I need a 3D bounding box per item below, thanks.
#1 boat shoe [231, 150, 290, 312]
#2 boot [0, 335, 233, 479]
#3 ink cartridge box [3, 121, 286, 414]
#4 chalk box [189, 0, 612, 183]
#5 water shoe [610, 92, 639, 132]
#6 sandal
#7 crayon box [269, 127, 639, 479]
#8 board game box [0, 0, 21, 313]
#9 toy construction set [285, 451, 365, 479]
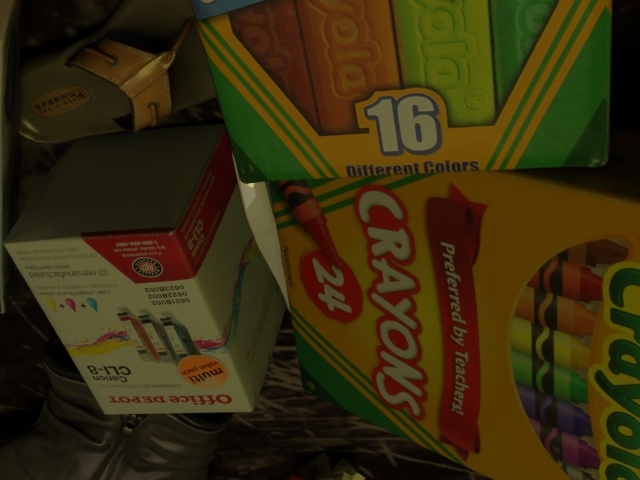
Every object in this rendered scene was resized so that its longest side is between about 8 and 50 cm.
[{"bbox_3d":[0.000,0.000,0.656,0.076,0.080,0.228,-16,123,5],"label":"boat shoe"},{"bbox_3d":[-0.251,0.174,0.866,0.338,0.118,0.222,9,125,0],"label":"boot"},{"bbox_3d":[-0.114,0.024,0.667,0.128,0.127,0.176,-4,130,17],"label":"ink cartridge box"},{"bbox_3d":[0.034,-0.193,0.403,0.180,0.179,0.289,-2,130,15],"label":"chalk box"},{"bbox_3d":[0.182,-0.039,0.589,0.203,0.073,0.080,-13,155,22],"label":"water shoe"},{"bbox_3d":[-0.134,-0.107,0.602,0.219,0.060,0.090,-14,126,25],"label":"sandal"},{"bbox_3d":[0.114,0.036,0.498,0.318,0.081,0.202,17,126,40],"label":"crayon box"},{"bbox_3d":[-0.364,-0.072,0.602,0.319,0.066,0.318,9,145,-14],"label":"board game box"},{"bbox_3d":[0.035,0.356,0.905,0.215,0.151,0.327,-9,124,53],"label":"toy construction set"}]
